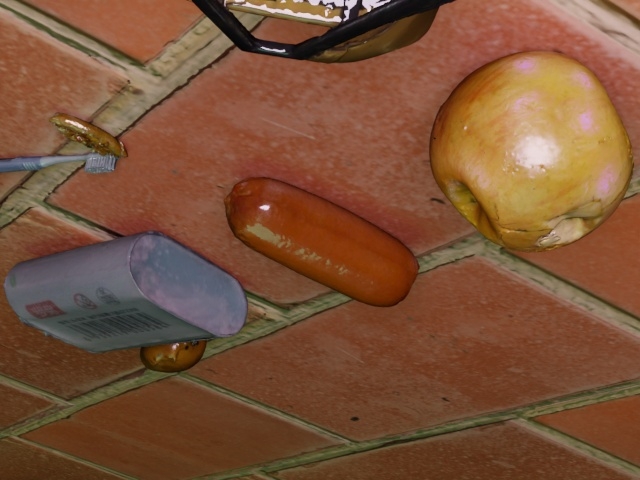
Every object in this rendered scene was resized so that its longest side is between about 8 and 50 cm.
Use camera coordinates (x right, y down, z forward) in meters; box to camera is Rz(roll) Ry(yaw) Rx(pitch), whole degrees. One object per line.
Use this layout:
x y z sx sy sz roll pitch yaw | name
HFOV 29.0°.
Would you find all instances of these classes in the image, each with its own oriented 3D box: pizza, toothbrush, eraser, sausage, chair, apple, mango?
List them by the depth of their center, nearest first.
0.006 -0.177 0.608 0.172 0.159 0.247 12 178 -6 | chair
0.142 -0.059 0.857 0.146 0.147 0.146 11 155 5 | apple
-0.207 -0.092 1.108 0.083 0.016 0.037 29 157 -33 | pizza
0.000 0.000 1.133 0.197 0.076 0.076 25 153 -21 | sausage
-0.284 -0.071 1.186 0.219 0.019 0.016 0 157 27 | toothbrush
-0.216 0.064 1.365 0.227 0.081 0.174 -12 149 41 | eraser
-0.182 0.128 1.497 0.077 0.063 0.127 -1 166 -23 | mango
